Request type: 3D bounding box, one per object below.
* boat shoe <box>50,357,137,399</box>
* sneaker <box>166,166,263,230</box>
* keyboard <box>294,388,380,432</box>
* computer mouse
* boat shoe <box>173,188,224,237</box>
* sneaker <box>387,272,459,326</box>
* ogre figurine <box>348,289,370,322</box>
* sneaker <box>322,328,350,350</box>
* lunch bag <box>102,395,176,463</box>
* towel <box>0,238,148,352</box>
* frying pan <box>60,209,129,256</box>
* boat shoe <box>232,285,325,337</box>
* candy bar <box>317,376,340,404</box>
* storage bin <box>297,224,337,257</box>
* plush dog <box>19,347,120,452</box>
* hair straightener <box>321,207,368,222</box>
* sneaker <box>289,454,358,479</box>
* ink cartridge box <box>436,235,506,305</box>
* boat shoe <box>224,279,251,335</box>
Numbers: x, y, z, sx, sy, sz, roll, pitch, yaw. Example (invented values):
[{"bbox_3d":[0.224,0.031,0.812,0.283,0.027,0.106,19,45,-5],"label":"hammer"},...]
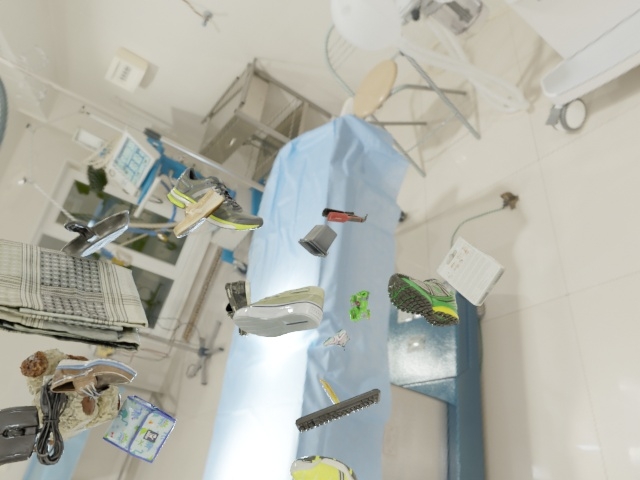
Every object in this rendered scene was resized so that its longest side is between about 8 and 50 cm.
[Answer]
[{"bbox_3d":[-0.439,0.272,0.948,0.183,0.066,0.066,-7,47,22],"label":"boat shoe"},{"bbox_3d":[-0.294,-0.115,1.399,0.111,0.299,0.121,-21,-46,-78],"label":"sneaker"},{"bbox_3d":[0.038,0.352,1.004,0.108,0.180,0.023,85,165,-62],"label":"keyboard"},{"bbox_3d":[-0.687,0.416,1.067,0.272,0.072,0.189,-20,61,10],"label":"computer mouse"},{"bbox_3d":[-0.331,-0.075,1.298,0.170,0.059,0.063,-47,2,-35],"label":"boat shoe"},{"bbox_3d":[0.369,0.196,1.784,0.134,0.343,0.146,-27,45,39],"label":"sneaker"},{"bbox_3d":[0.169,0.293,2.158,0.197,0.096,0.118,-26,60,53],"label":"ogre figurine"},{"bbox_3d":[0.063,0.376,1.784,0.098,0.069,0.038,-33,-1,-5],"label":"sneaker"},{"bbox_3d":[-0.494,0.519,1.353,0.129,0.151,0.096,-61,-3,-16],"label":"lunch bag"},{"bbox_3d":[-0.546,0.108,1.066,0.056,0.312,0.324,-59,36,14],"label":"towel"},{"bbox_3d":[-0.553,-0.029,1.238,0.197,0.053,0.326,-39,8,-33],"label":"frying pan"},{"bbox_3d":[-0.104,0.185,1.271,0.302,0.109,0.094,-12,40,38],"label":"boat shoe"},{"bbox_3d":[0.037,0.531,1.695,0.018,0.161,0.040,-40,29,-24],"label":"candy bar"},{"bbox_3d":[0.000,0.000,1.662,0.091,0.098,0.135,-51,17,-12],"label":"storage bin"},{"bbox_3d":[-0.662,0.382,1.243,0.225,0.210,0.262,62,172,15],"label":"plush dog"},{"bbox_3d":[0.097,-0.108,1.964,0.089,0.230,0.047,42,123,43],"label":"hair straightener"},{"bbox_3d":[0.056,0.763,1.403,0.145,0.385,0.147,-35,17,28],"label":"sneaker"},{"bbox_3d":[0.467,0.095,1.532,0.179,0.045,0.145,48,117,45],"label":"ink cartridge box"},{"bbox_3d":[-0.247,0.206,1.480,0.084,0.079,0.233,-106,15,-44],"label":"boat shoe"}]
